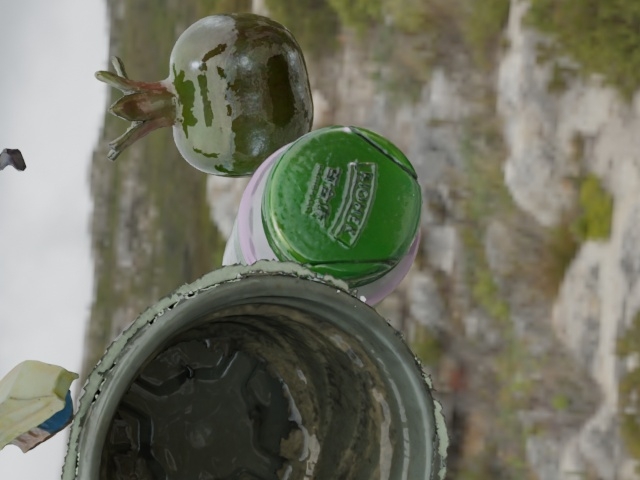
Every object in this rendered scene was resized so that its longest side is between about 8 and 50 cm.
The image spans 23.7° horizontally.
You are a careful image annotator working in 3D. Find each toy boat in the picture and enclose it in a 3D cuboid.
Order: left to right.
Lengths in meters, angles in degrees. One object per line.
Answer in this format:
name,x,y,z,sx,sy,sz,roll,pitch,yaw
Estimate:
toy boat,-0.259,0.153,1.331,0.172,0.066,0.065,-37,26,46

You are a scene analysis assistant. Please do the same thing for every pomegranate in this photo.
pomegranate,-0.103,-0.123,1.367,0.131,0.191,0.152,-145,43,-72

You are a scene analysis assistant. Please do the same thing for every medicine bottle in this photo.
medicine bottle,0.000,0.000,1.136,0.274,0.133,0.133,125,149,-76

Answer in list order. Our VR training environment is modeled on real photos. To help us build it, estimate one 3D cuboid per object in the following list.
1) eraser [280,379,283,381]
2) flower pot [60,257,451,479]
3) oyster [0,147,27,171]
eraser,-0.066,0.149,1.810,0.225,0.052,0.096,67,-157,-50
flower pot,-0.052,0.125,0.920,0.140,0.235,0.235,-167,81,-69
oyster,-0.222,-0.087,0.565,0.337,0.133,0.198,63,-146,-17
